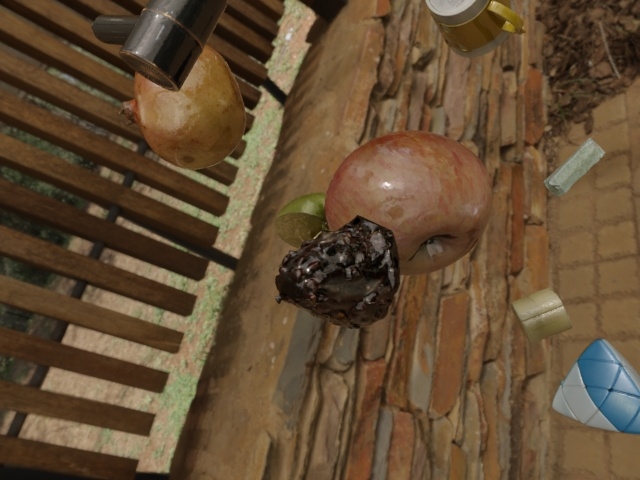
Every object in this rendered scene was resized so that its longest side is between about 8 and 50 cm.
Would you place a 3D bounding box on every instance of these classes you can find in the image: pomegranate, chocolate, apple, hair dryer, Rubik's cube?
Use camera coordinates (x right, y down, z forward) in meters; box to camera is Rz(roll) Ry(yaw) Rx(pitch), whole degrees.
[{"bbox_3d":[-0.375,-0.360,1.287,0.338,0.338,0.338,-43,33,38],"label":"pomegranate"},{"bbox_3d":[0.007,0.041,0.597,0.156,0.133,0.156,-9,77,47],"label":"chocolate"},{"bbox_3d":[0.000,0.000,1.382,0.254,0.292,0.292,119,164,-62],"label":"apple"},{"bbox_3d":[-0.322,-0.390,0.843,0.352,0.107,0.189,24,83,37],"label":"hair dryer"},{"bbox_3d":[0.714,0.372,1.241,0.254,0.254,0.254,-43,33,38],"label":"Rubik's cube"},{"bbox_3d":[0.189,-0.066,0.989,0.344,0.345,0.269,-56,31,18],"label":"apple"}]

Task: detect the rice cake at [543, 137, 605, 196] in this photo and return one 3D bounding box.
[{"bbox_3d":[0.738,-0.208,1.377,0.206,0.069,0.063,-44,-2,-8],"label":"rice cake"}]

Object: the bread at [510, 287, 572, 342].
[{"bbox_3d":[0.712,0.241,1.533,0.141,0.148,0.134,-24,20,13],"label":"bread"}]

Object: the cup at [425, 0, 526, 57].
[{"bbox_3d":[0.386,-0.570,1.163,0.241,0.226,0.185,36,107,31],"label":"cup"}]
